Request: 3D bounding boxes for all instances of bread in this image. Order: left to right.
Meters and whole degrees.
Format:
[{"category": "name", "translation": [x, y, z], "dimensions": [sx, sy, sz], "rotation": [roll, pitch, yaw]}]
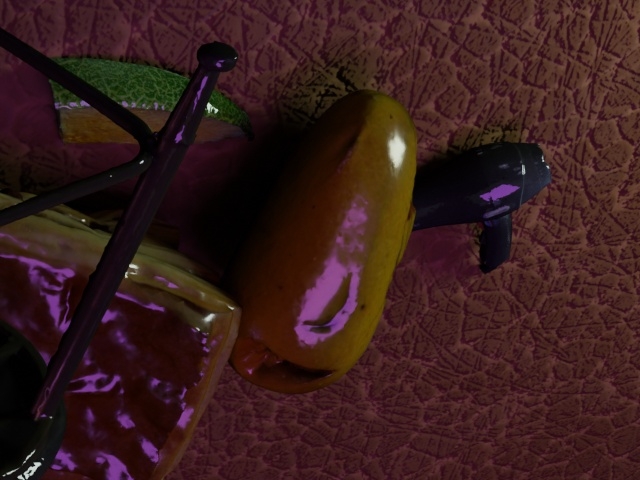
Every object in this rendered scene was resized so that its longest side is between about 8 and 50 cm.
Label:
[{"category": "bread", "translation": [-0.292, 0.089, 1.492], "dimensions": [0.370, 0.191, 0.314], "rotation": [19, 119, -18]}]

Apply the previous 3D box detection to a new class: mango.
[{"category": "mango", "translation": [0.000, 0.000, 1.551], "dimensions": [0.182, 0.253, 0.365], "rotation": [20, 113, 2]}]

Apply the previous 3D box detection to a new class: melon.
[{"category": "melon", "translation": [-0.172, -0.124, 1.459], "dimensions": [0.261, 0.053, 0.114], "rotation": [6, 136, -34]}]

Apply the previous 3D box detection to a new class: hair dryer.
[{"category": "hair dryer", "translation": [0.183, -0.007, 1.769], "dimensions": [0.235, 0.091, 0.272], "rotation": [-20, 144, 3]}]

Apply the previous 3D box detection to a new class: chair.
[{"category": "chair", "translation": [-0.343, -0.002, 1.119], "dimensions": [0.364, 0.362, 0.410], "rotation": [-25, 137, -44]}]
